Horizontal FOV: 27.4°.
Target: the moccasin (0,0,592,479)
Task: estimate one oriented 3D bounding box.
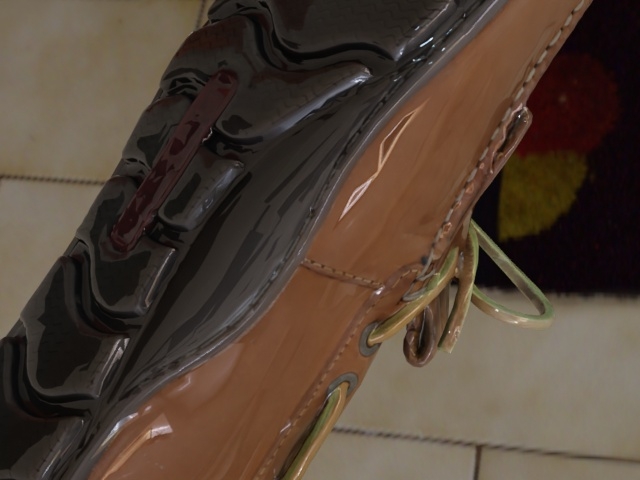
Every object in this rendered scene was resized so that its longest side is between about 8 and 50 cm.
[{"bbox_3d":[0.002,0.001,0.515,0.139,0.147,0.380,24,80,47],"label":"moccasin"}]
